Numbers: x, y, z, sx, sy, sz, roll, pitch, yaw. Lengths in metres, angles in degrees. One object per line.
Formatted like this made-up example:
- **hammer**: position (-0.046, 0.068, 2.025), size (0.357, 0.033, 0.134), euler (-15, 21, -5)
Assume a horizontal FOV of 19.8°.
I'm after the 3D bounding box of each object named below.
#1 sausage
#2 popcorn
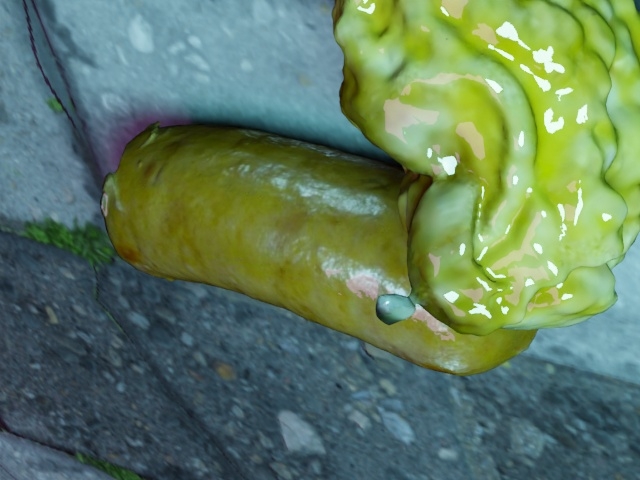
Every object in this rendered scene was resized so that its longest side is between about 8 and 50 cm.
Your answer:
- **sausage**: position (0.001, -0.002, 1.018), size (0.270, 0.109, 0.109), euler (18, 139, 31)
- **popcorn**: position (0.091, -0.055, 0.844), size (0.140, 0.163, 0.194), euler (-21, 81, 32)
